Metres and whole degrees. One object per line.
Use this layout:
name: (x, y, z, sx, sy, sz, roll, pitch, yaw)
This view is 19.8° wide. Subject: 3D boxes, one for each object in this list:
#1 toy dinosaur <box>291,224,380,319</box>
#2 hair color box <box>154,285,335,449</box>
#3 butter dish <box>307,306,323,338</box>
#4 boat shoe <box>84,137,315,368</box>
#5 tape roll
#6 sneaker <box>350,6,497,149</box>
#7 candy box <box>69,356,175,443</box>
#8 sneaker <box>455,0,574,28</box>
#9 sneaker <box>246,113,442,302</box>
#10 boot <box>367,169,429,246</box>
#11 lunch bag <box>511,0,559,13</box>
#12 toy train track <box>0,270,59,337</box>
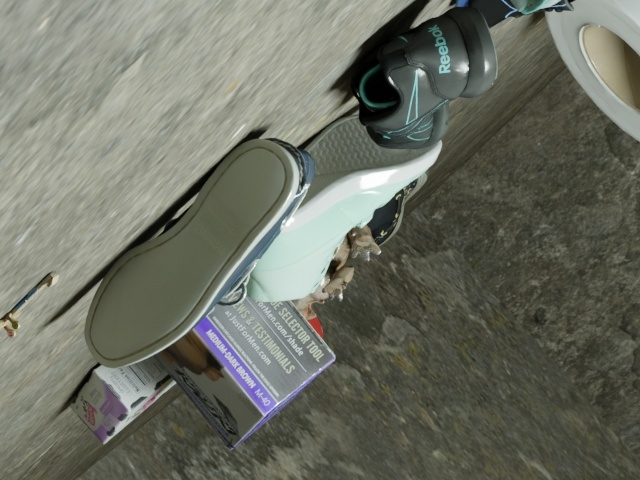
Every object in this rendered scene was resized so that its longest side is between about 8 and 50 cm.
toy dinosaur: (0.000, 0.000, 2.315, 0.296, 0.127, 0.200, -54, -178, 7)
hair color box: (-0.103, 0.117, 2.044, 0.110, 0.185, 0.339, -39, 175, -16)
butter dish: (-0.103, 0.110, 2.512, 0.160, 0.160, 0.118, -39, -161, -35)
boat shoe: (-0.102, 0.012, 1.578, 0.254, 0.095, 0.079, -51, 163, 14)
tape roll: (0.421, -0.247, 2.367, 0.100, 0.286, 0.286, -40, 176, -12)
sneaker: (0.071, -0.143, 1.679, 0.106, 0.101, 0.267, -17, 170, -17)
candy box: (-0.206, 0.151, 2.288, 0.196, 0.070, 0.165, -40, 176, -26)
sneaker: (0.201, -0.239, 1.687, 0.081, 0.090, 0.232, -39, 176, -26)
sneaker: (0.012, -0.031, 1.883, 0.256, 0.094, 0.151, -28, 145, -33)
boot: (0.047, -0.029, 2.676, 0.178, 0.085, 0.236, -36, 168, -36)
lunch bag: (0.198, -0.270, 1.168, 0.224, 0.108, 0.279, -43, 178, -13)
toy train track: (-0.225, 0.054, 1.395, 0.083, 0.014, 0.048, -43, 176, 23)
